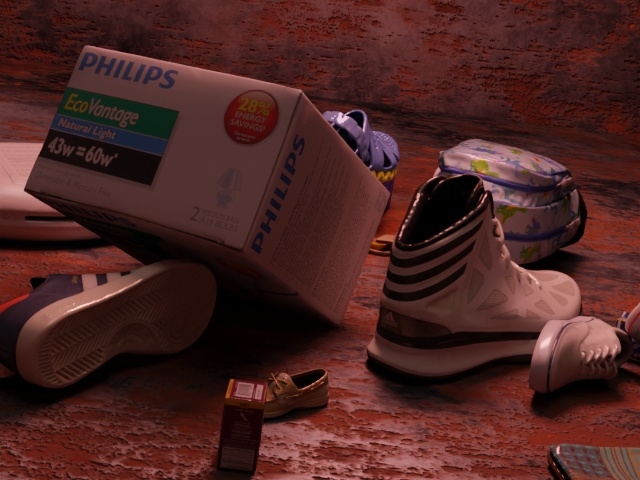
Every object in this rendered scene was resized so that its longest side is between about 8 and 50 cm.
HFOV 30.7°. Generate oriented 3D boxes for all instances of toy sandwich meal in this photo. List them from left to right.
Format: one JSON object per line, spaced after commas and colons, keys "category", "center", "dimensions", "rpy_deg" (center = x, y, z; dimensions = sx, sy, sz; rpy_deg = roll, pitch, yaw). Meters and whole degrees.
{"category": "toy sandwich meal", "center": [0.111, 0.003, 2.097], "dimensions": [0.086, 0.029, 0.085], "rpy_deg": [7, 16, -2]}

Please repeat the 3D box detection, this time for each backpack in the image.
{"category": "backpack", "center": [0.314, -0.065, 2.104], "dimensions": [0.290, 0.273, 0.355], "rpy_deg": [22, 33, 23]}

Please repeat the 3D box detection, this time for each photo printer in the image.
{"category": "photo printer", "center": [-0.473, -0.082, 1.977], "dimensions": [0.256, 0.107, 0.307], "rpy_deg": [-1, 19, -27]}

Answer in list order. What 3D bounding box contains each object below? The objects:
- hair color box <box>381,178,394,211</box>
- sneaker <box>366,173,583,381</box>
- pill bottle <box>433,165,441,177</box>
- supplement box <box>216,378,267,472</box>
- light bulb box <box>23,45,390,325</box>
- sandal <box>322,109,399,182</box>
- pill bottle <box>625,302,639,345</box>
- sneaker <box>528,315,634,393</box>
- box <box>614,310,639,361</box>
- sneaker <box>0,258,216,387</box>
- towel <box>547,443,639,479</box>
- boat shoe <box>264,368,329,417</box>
{"category": "hair color box", "center": [0.024, -0.094, 2.257], "dimensions": [0.185, 0.110, 0.339], "rpy_deg": [12, 18, 11]}
{"category": "sneaker", "center": [0.256, 0.033, 1.658], "dimensions": [0.169, 0.257, 0.448], "rpy_deg": [21, 21, 39]}
{"category": "pill bottle", "center": [0.322, -0.103, 2.418], "dimensions": [0.108, 0.107, 0.180], "rpy_deg": [-6, 22, -39]}
{"category": "supplement box", "center": [-0.084, 0.198, 1.248], "dimensions": [0.043, 0.083, 0.055], "rpy_deg": [8, 16, -1]}
{"category": "light bulb box", "center": [-0.145, -0.070, 1.629], "dimensions": [0.358, 0.225, 0.361], "rpy_deg": [15, -12, 26]}
{"category": "sandal", "center": [0.065, -0.174, 2.125], "dimensions": [0.126, 0.138, 0.317], "rpy_deg": [15, 16, 19]}
{"category": "pill bottle", "center": [0.508, 0.149, 1.620], "dimensions": [0.087, 0.087, 0.160], "rpy_deg": [-7, 46, -41]}
{"category": "sneaker", "center": [0.361, 0.153, 1.591], "dimensions": [0.091, 0.094, 0.258], "rpy_deg": [12, 15, 29]}
{"category": "box", "center": [0.517, 0.156, 1.713], "dimensions": [0.169, 0.059, 0.054], "rpy_deg": [14, 15, 20]}
{"category": "sneaker", "center": [-0.279, 0.084, 1.473], "dimensions": [0.148, 0.131, 0.350], "rpy_deg": [14, 14, 32]}
{"category": "towel", "center": [0.461, 0.294, 1.259], "dimensions": [0.370, 0.040, 0.271], "rpy_deg": [4, 16, -11]}
{"category": "boat shoe", "center": [-0.046, 0.180, 1.398], "dimensions": [0.135, 0.045, 0.050], "rpy_deg": [-7, 22, -42]}
